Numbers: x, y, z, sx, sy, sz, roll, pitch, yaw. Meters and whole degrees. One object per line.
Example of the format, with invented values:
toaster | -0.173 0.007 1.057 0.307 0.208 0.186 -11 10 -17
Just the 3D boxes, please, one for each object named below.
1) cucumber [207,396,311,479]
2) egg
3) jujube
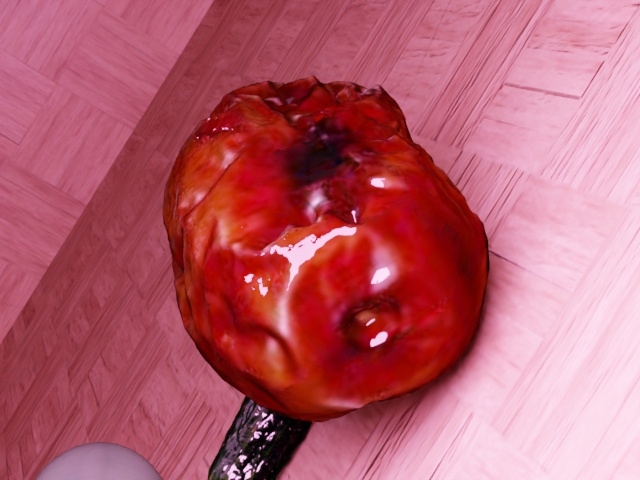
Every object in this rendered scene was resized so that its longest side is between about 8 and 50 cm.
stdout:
cucumber | -0.043 0.170 1.536 0.241 0.074 0.074 -61 17 -5
egg | -0.241 0.317 1.673 0.168 0.168 0.231 -50 21 25
jujube | -0.002 0.000 1.362 0.276 0.276 0.377 -56 18 8
